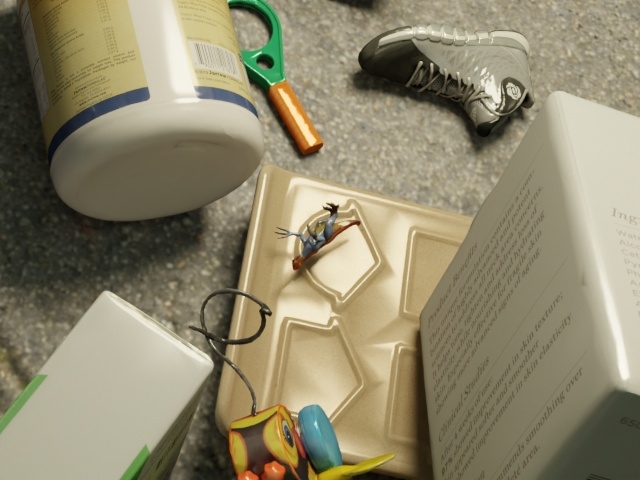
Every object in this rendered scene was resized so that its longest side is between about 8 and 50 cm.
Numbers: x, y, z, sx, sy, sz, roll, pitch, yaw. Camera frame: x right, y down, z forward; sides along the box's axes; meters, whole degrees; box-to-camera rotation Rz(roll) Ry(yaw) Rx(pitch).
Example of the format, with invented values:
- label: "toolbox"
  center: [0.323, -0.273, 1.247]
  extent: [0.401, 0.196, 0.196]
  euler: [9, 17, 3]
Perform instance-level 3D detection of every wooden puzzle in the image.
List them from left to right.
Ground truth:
- label: "wooden puzzle"
  center: [0.066, 0.105, 1.494]
  extent: [0.348, 0.080, 0.322]
  euler: [16, 62, -13]

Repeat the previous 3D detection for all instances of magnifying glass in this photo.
- label: "magnifying glass"
  center: [-0.063, -0.203, 1.634]
  extent: [0.092, 0.026, 0.231]
  euler: [-22, 71, -25]

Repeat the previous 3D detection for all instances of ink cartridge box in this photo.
- label: "ink cartridge box"
  center: [-0.218, 0.209, 1.238]
  extent: [0.121, 0.289, 0.211]
  euler: [33, 60, 5]

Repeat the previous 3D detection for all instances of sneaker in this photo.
- label: "sneaker"
  center: [0.164, -0.189, 1.657]
  extent: [0.228, 0.086, 0.132]
  euler: [-4, 68, -19]

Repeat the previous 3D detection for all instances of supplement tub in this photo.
- label: "supplement tub"
  center: [-0.202, -0.204, 1.476]
  extent: [0.228, 0.228, 0.316]
  euler: [-7, 67, -19]

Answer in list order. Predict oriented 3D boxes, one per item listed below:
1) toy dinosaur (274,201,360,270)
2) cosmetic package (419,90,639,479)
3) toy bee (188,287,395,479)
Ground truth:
- label: "toy dinosaur"
  center: [0.000, 0.000, 1.450]
  extent: [0.090, 0.047, 0.082]
  euler: [24, 78, -21]
- label: "cosmetic package"
  center: [0.309, 0.134, 1.268]
  extent: [0.327, 0.329, 0.394]
  euler: [16, 40, -13]
- label: "toy bee"
  center: [-0.048, 0.221, 1.292]
  extent: [0.298, 0.195, 0.162]
  euler: [43, 18, -15]
